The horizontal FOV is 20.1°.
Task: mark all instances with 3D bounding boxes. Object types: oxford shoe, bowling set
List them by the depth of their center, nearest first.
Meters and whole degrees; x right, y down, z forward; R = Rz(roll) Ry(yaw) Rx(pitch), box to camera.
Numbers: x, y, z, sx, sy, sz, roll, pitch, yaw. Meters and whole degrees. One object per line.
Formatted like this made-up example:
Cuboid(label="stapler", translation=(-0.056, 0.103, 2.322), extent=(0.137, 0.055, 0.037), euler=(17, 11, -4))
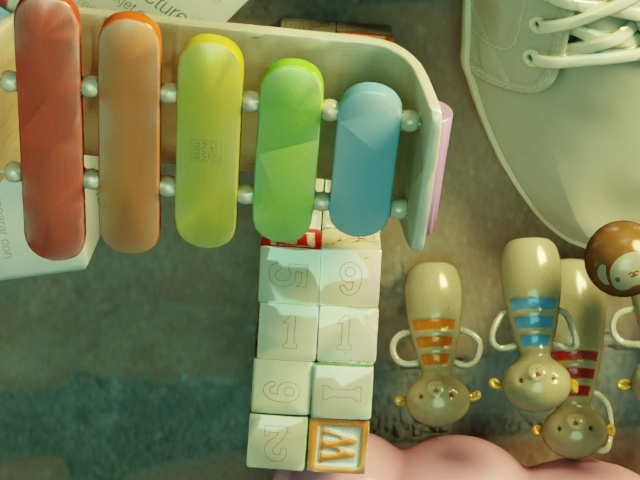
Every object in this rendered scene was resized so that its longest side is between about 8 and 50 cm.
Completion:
Cuboid(label="oxford shoe", translation=(0.182, -0.181, 1.274), extent=(0.169, 0.130, 0.449), euler=(-12, 117, -3))
Cuboid(label="bowling set", translation=(0.192, 0.077, 1.320), extent=(0.287, 0.200, 0.154), euler=(-2, 78, 4))

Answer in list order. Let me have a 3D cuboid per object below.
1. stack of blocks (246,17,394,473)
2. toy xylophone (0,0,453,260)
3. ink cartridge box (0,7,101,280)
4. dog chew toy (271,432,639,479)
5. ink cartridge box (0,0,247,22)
Cuboid(label="stack of blocks", translation=(0.000, 0.000, 1.325), extent=(0.087, 0.171, 0.297), euler=(4, 108, -1))
Cuboid(label="toy xylophone", translation=(-0.077, -0.096, 1.153), extent=(0.323, 0.081, 0.236), euler=(-1, 128, 6))
Cuboid(label="ink cartridge box", translation=(-0.318, -0.076, 1.326), extent=(0.289, 0.121, 0.211), euler=(-7, 109, 2))
Cuboid(label="dog chew toy", translation=(0.118, 0.244, 1.399), extent=(0.332, 0.206, 0.206), euler=(19, 108, 3))
Cuboid(label="ink cartridge box", translation=(-0.096, -0.321, 1.155), extent=(0.385, 0.160, 0.279), euler=(-43, 129, 18))
